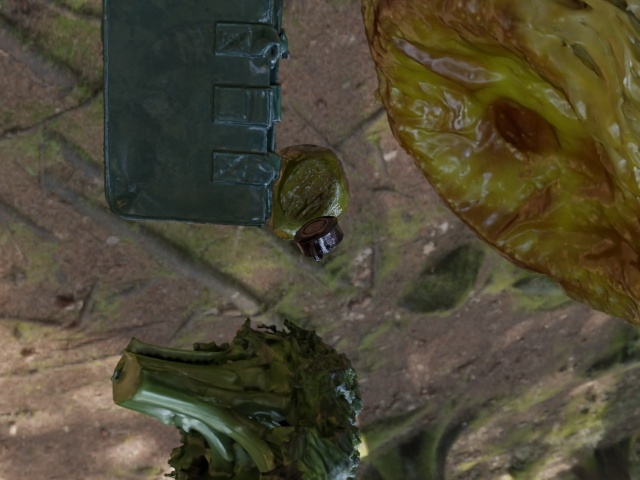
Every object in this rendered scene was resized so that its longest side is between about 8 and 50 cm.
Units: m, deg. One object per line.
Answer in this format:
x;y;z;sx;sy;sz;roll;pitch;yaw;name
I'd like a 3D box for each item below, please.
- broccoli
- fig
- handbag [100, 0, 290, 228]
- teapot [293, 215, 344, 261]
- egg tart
-0.100;0.246;0.899;0.301;0.375;0.249;-2;111;-21;broccoli
-0.023;-0.077;1.181;0.144;0.166;0.154;30;153;-17;fig
-0.167;-0.187;0.984;0.238;0.089;0.327;5;101;6;handbag
0.000;0.000;1.026;0.067;0.100;0.045;-20;118;19;teapot
0.146;-0.073;0.428;0.116;0.294;0.295;-44;144;-11;egg tart
